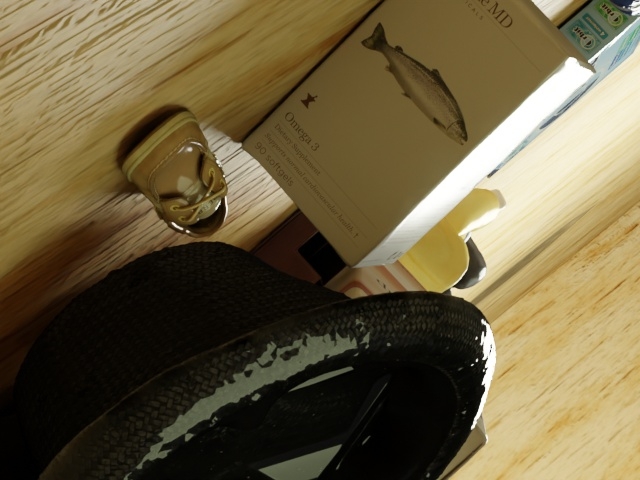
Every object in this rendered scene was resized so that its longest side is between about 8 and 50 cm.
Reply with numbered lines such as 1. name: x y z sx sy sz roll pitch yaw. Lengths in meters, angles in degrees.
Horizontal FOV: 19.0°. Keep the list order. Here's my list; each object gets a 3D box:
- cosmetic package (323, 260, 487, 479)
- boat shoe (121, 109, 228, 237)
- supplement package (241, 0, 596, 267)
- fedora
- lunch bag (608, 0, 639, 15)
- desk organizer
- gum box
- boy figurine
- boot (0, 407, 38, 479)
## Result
1. cosmetic package: 0.032 0.102 1.498 0.129 0.153 0.296 -41 -171 9
2. boat shoe: -0.070 -0.032 1.015 0.050 0.045 0.135 -42 171 -2
3. supplement package: 0.061 -0.081 1.150 0.179 0.105 0.105 -45 168 13
4. fedora: -0.061 0.096 1.147 0.334 0.152 0.334 -27 150 -17
5. lunch bag: 0.235 -0.215 1.372 0.098 0.067 0.065 -44 171 2
6. desk organizer: 0.000 0.000 1.440 0.130 0.050 0.047 -41 171 -4
7. gum box: 0.209 -0.145 1.669 0.184 0.041 0.157 -41 171 -9
8. boy figurine: 0.107 0.011 1.824 0.177 0.092 0.285 -39 174 0
9. boot: -0.208 0.166 1.209 0.115 0.112 0.305 -34 179 39
